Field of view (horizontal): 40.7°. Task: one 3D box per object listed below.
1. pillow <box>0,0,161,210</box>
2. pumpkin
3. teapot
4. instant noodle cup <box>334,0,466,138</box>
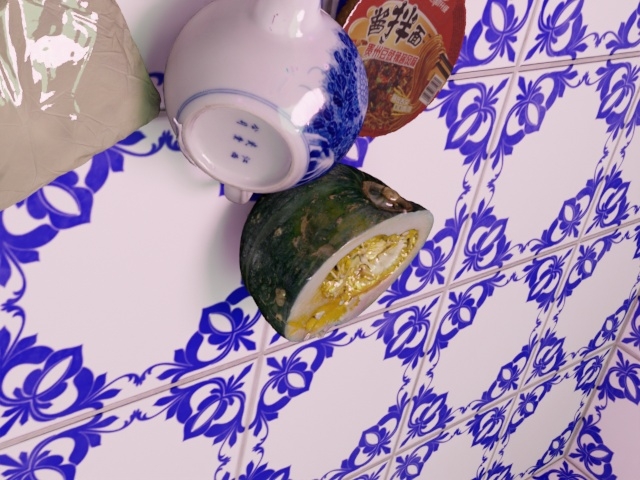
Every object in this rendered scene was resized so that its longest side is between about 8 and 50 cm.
[{"bbox_3d":[-0.325,-0.175,0.945,0.281,0.076,0.274,-37,139,-20],"label":"pillow"},{"bbox_3d":[0.000,0.000,1.337,0.293,0.197,0.263,-9,136,-51],"label":"pumpkin"},{"bbox_3d":[-0.059,-0.205,1.089,0.424,0.252,0.280,111,-1,-51],"label":"teapot"},{"bbox_3d":[0.091,-0.291,1.271,0.274,0.091,0.274,-27,137,-28],"label":"instant noodle cup"}]
